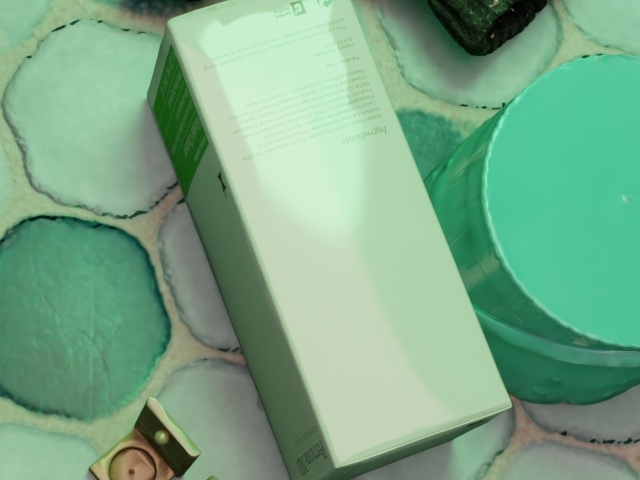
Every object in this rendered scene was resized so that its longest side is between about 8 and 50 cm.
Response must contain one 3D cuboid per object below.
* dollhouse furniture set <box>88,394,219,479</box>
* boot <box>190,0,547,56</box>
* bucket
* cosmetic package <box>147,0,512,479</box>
[{"bbox_3d":[-0.143,0.229,1.492,0.151,0.123,0.144,-40,86,-17],"label":"dollhouse furniture set"},{"bbox_3d":[0.041,-0.243,1.645,0.348,0.131,0.260,-37,85,-17],"label":"boot"},{"bbox_3d":[0.223,-0.009,1.591,0.281,0.183,0.281,3,75,-10],"label":"bucket"},{"bbox_3d":[0.000,0.000,1.543,0.155,0.197,0.365,-17,78,-14],"label":"cosmetic package"}]
